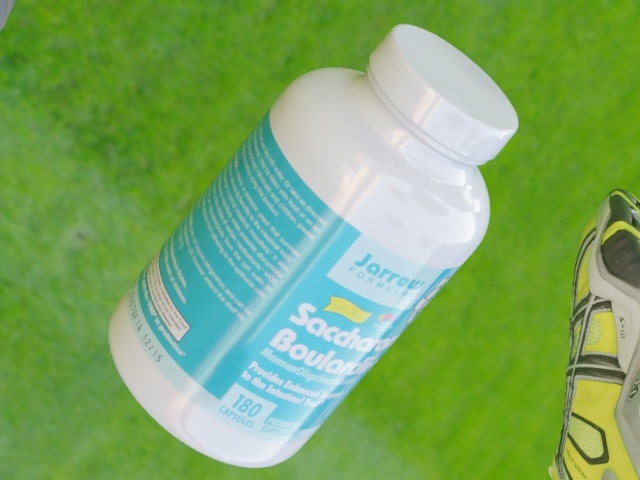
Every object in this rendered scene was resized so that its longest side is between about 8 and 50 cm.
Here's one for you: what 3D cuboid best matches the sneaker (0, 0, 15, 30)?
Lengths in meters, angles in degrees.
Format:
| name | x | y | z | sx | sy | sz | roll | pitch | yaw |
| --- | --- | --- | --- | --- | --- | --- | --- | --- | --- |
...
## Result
| name | x | y | z | sx | sy | sz | roll | pitch | yaw |
| --- | --- | --- | --- | --- | --- | --- | --- | --- | --- |
| sneaker | -0.208 | -0.227 | 1.313 | 0.222 | 0.083 | 0.118 | -43 | 160 | -12 |

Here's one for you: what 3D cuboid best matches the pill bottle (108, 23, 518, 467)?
| name | x | y | z | sx | sy | sz | roll | pitch | yaw |
| --- | --- | --- | --- | --- | --- | --- | --- | --- | --- |
| pill bottle | 0.000 | 0.000 | 1.141 | 0.264 | 0.146 | 0.146 | -51 | 159 | 24 |

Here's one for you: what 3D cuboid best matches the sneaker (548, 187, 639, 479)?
| name | x | y | z | sx | sy | sz | roll | pitch | yaw |
| --- | --- | --- | --- | --- | --- | --- | --- | --- | --- |
| sneaker | 0.205 | 0.100 | 1.271 | 0.147 | 0.145 | 0.385 | -47 | -163 | 26 |
